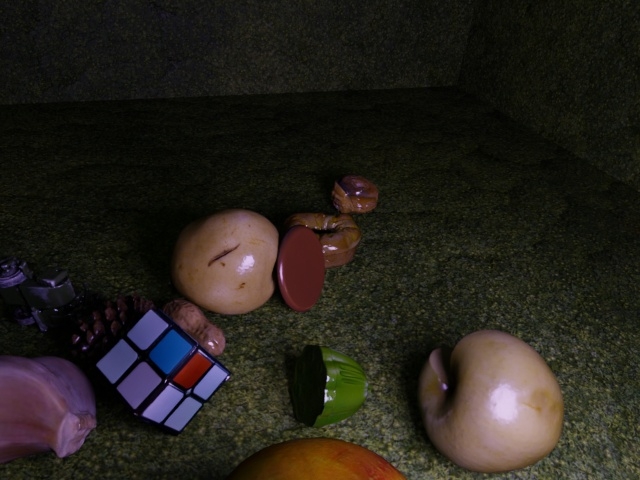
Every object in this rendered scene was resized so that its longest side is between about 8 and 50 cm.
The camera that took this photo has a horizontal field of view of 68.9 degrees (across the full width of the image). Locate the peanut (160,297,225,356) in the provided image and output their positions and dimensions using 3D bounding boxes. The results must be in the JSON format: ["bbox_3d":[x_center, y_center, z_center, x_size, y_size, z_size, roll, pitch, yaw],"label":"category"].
[{"bbox_3d":[-0.331,0.223,1.200,0.226,0.108,0.095,31,52,29],"label":"peanut"}]

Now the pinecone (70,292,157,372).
[{"bbox_3d":[-0.476,0.229,1.123,0.205,0.184,0.179,-28,52,5],"label":"pinecone"}]

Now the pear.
[{"bbox_3d":[-0.255,0.054,1.290,0.310,0.309,0.309,3,35,-2],"label":"pear"}]

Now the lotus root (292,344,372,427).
[{"bbox_3d":[0.045,0.333,1.061,0.186,0.186,0.186,3,35,-2],"label":"lotus root"}]

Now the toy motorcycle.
[{"bbox_3d":[-0.700,0.134,1.205,0.276,0.205,0.127,1,34,5],"label":"toy motorcycle"}]

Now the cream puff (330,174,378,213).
[{"bbox_3d":[0.127,-0.166,1.782,0.189,0.129,0.189,11,32,-7],"label":"cream puff"}]

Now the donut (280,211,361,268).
[{"bbox_3d":[0.000,0.000,1.533,0.262,0.128,0.208,1,37,-6],"label":"donut"}]

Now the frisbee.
[{"bbox_3d":[-0.049,0.078,1.323,0.021,0.250,0.250,-2,30,28],"label":"frisbee"}]

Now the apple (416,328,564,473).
[{"bbox_3d":[0.351,0.332,0.975,0.254,0.291,0.291,24,33,-14],"label":"apple"}]

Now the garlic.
[{"bbox_3d":[-0.649,0.357,0.954,0.340,0.231,0.245,-22,86,-10],"label":"garlic"}]

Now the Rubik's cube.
[{"bbox_3d":[-0.335,0.282,1.009,0.167,0.183,0.180,31,67,31],"label":"Rubik's cube"}]

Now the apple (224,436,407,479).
[{"bbox_3d":[-0.016,0.501,0.695,0.375,0.374,0.383,-1,75,-8],"label":"apple"}]
